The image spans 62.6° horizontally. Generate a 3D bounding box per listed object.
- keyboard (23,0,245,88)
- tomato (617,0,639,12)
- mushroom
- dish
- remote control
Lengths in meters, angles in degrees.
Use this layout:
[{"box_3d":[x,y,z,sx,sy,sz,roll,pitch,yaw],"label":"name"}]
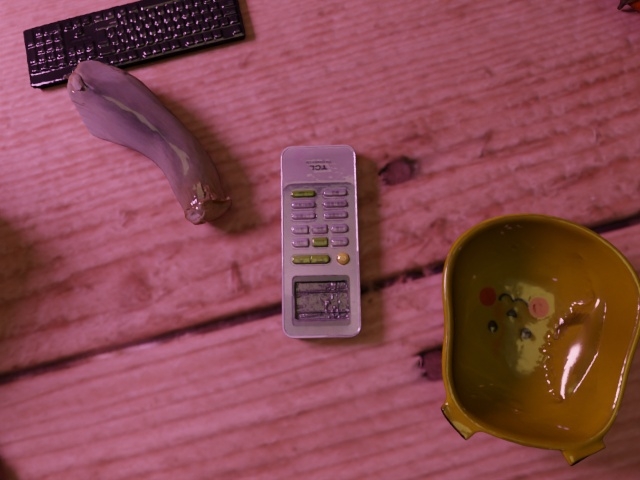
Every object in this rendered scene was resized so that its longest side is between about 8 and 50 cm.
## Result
[{"box_3d":[-0.263,-0.289,0.743,0.310,0.018,0.101,-13,81,1],"label":"keyboard"},{"box_3d":[0.445,-0.358,0.653,0.167,0.167,0.167,0,82,3],"label":"tomato"},{"box_3d":[-0.221,-0.133,0.683,0.278,0.099,0.096,41,91,4],"label":"mushroom"},{"box_3d":[0.238,0.107,0.619,0.221,0.108,0.262,11,81,4],"label":"dish"},{"box_3d":[0.000,0.000,0.682,0.103,0.034,0.250,-1,82,3],"label":"remote control"}]
